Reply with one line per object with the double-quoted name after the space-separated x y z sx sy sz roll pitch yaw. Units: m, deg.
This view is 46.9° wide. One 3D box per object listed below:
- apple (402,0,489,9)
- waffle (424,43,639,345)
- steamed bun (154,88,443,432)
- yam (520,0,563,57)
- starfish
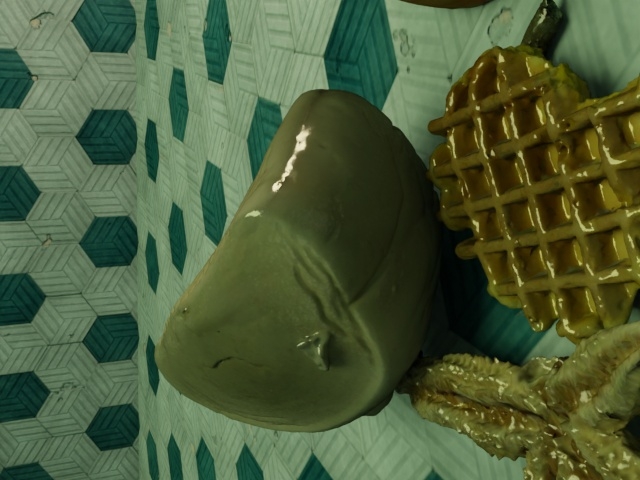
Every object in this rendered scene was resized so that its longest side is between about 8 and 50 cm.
0.059 -0.348 0.633 0.252 0.314 0.309 -35 49 13 "apple"
0.171 -0.052 0.562 0.253 0.056 0.249 60 148 31 "waffle"
-0.001 0.050 0.764 0.383 0.236 0.247 -55 6 48 "steamed bun"
0.168 -0.141 0.615 0.033 0.027 0.129 -62 -7 -45 "yam"
0.182 0.213 0.576 0.432 0.082 0.324 136 124 -63 "starfish"
